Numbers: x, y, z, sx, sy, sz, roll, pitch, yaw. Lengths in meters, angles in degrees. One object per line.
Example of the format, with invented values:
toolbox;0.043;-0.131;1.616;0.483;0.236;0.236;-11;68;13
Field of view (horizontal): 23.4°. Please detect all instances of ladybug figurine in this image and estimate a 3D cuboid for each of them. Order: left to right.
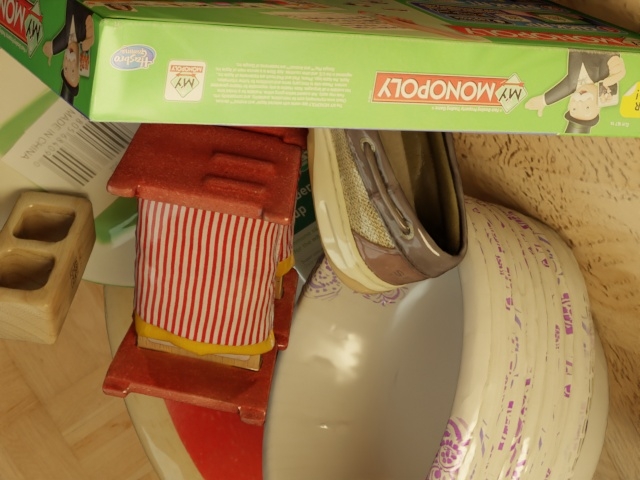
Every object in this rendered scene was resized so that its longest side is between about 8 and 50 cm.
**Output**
ladybug figurine;-0.046;0.117;1.475;0.162;0.305;0.449;-38;68;33

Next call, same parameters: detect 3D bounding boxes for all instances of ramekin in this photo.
ramekin;-0.151;-0.106;1.184;0.148;0.303;0.303;-75;-30;-48

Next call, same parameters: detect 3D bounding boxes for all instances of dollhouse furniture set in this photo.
dollhouse furniture set;-0.195;-0.021;1.064;0.152;0.374;0.201;-75;-7;-48

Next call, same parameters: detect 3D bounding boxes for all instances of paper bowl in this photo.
paper bowl;0.086;0.112;1.060;0.148;0.284;0.284;15;-176;-26

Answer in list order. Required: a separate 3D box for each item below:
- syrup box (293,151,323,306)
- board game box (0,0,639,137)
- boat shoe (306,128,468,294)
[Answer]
syrup box;0.000;0.000;1.373;0.237;0.093;0.096;54;166;12
board game box;-0.001;-0.104;0.763;0.213;0.317;0.046;38;122;54
boat shoe;0.037;-0.111;0.962;0.092;0.103;0.285;-10;89;42
